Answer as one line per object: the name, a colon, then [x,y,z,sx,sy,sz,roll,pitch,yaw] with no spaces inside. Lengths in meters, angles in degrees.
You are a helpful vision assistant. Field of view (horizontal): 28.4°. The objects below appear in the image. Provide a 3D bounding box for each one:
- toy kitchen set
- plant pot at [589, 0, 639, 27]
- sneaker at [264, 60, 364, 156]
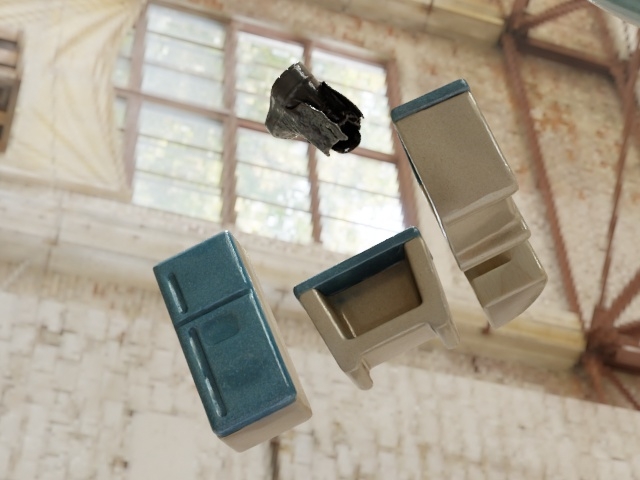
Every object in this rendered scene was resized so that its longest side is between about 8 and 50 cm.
toy kitchen set: [0.000,0.000,0.692,0.122,0.207,0.166,65,4,28]
plant pot: [0.263,-0.248,0.840,0.255,0.272,0.271,53,-42,24]
sneaker: [-0.003,-0.105,1.135,0.051,0.089,0.170,-45,172,-11]
